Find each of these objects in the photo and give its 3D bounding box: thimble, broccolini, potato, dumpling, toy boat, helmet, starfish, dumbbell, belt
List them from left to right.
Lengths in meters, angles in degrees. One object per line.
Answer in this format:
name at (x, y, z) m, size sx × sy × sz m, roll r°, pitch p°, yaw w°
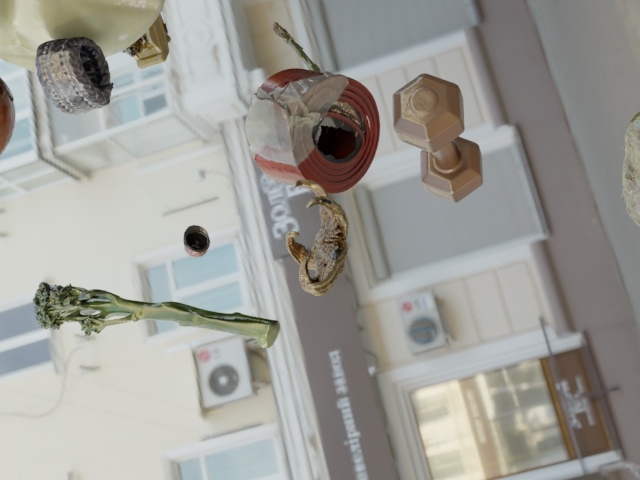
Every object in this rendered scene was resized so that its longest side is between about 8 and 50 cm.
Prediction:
dumpling at (-0.328, -0.391, 1.204) m, size 0.233 × 0.395 × 0.315 m, roll 35°, pitch -163°, yaw 8°
thimble at (-0.319, -0.219, 1.179) m, size 0.104 × 0.066 × 0.095 m, roll 62°, pitch -162°, yaw -56°
toy boat at (-0.359, -0.435, 1.560) m, size 0.115 × 0.089 × 0.310 m, roll -63°, pitch -40°, yaw -50°
broccolini at (-0.247, 0.117, 1.299) m, size 0.079 × 0.392 × 0.074 m, roll 28°, pitch -109°, yaw -64°
helmet at (-0.302, 0.009, 2.196) m, size 0.049 × 0.065 × 0.084 m, roll 109°, pitch 159°, yaw -47°
belt at (-0.011, -0.204, 1.708) m, size 0.324 × 0.115 × 0.227 m, roll 3°, pitch -81°, yaw -57°
starfish at (-0.001, 0.000, 1.224) m, size 0.190 × 0.074 × 0.146 m, roll -108°, pitch 30°, yaw -61°
dumbbell at (0.152, -0.125, 1.149) m, size 0.082 × 0.092 × 0.231 m, roll -63°, pitch -23°, yaw -9°
potato at (0.603, -0.123, 1.584) m, size 0.262 × 0.165 × 0.165 m, roll 64°, pitch -166°, yaw -50°

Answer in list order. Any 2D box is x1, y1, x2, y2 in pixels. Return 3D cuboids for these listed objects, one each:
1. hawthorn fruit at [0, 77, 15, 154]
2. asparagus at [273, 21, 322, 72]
hawthorn fruit at (-0.528, -0.177, 1.320) m, size 0.173 × 0.173 × 0.173 m, roll -17°, pitch -90°, yaw -79°
asparagus at (-0.013, -0.346, 1.841) m, size 0.248 × 0.025 × 0.024 m, roll 47°, pitch -152°, yaw -22°
